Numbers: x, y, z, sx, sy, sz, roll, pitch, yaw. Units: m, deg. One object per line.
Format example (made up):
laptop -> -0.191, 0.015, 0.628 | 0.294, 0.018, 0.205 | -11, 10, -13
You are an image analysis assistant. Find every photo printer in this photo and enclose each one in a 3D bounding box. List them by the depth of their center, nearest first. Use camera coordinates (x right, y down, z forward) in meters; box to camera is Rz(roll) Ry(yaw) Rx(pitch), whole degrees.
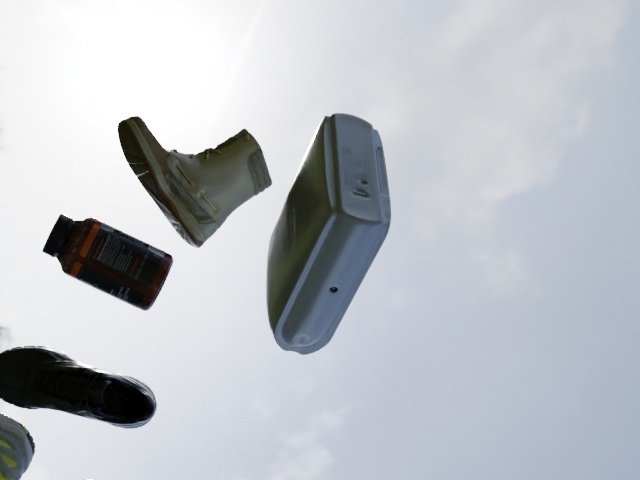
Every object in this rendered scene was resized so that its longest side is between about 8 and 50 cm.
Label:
photo printer -> 0.000, 0.000, 1.720 | 0.256, 0.107, 0.307 | -93, -158, -47

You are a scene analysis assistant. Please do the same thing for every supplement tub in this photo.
supplement tub -> -0.346, 0.029, 1.862 | 0.106, 0.198, 0.106 | -59, -169, 20

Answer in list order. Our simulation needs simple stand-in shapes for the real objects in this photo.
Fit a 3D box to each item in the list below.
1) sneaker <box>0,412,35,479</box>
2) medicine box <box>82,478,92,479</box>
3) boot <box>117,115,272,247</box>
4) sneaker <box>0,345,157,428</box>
sneaker -> -0.688, 0.332, 1.964 | 0.147, 0.385, 0.145 | -77, -171, -53
medicine box -> -0.310, 0.558, 1.884 | 0.289, 0.263, 0.149 | -69, 160, -52
boot -> -0.214, -0.146, 2.000 | 0.203, 0.262, 0.095 | -40, -158, -20
sneaker -> -0.393, 0.232, 1.836 | 0.130, 0.286, 0.109 | 161, -59, -71
